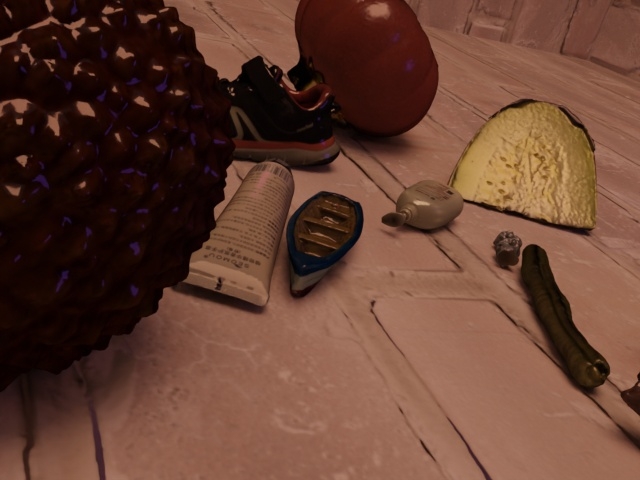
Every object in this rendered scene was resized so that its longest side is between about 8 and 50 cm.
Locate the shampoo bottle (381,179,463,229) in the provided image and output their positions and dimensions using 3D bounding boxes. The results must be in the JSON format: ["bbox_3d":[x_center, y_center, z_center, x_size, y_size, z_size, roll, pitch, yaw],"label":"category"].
[{"bbox_3d":[0.134,-0.043,0.958,0.077,0.045,0.152,28,25,21],"label":"shampoo bottle"}]

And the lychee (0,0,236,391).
[{"bbox_3d":[-0.210,-0.055,0.484,0.305,0.306,0.330,17,47,4],"label":"lychee"}]

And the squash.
[{"bbox_3d":[0.331,-0.137,1.156,0.236,0.155,0.204,17,23,-1],"label":"squash"}]

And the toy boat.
[{"bbox_3d":[0.000,0.000,0.787,0.080,0.046,0.229,18,25,3],"label":"toy boat"}]

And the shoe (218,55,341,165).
[{"bbox_3d":[-0.101,-0.192,1.023,0.290,0.137,0.114,8,25,-15],"label":"shoe"}]

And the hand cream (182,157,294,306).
[{"bbox_3d":[-0.075,-0.018,0.778,0.095,0.059,0.276,17,29,0],"label":"hand cream"}]

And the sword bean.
[{"bbox_3d":[0.261,0.075,0.799,0.043,0.038,0.269,-9,24,6],"label":"sword bean"}]

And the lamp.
[{"bbox_3d":[0.063,-0.310,1.252,0.305,0.239,0.305,56,3,-5],"label":"lamp"}]

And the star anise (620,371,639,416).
[{"bbox_3d":[0.351,0.165,0.617,0.196,0.073,0.212,21,23,6],"label":"star anise"}]

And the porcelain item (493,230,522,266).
[{"bbox_3d":[0.243,0.009,0.934,0.036,0.028,0.083,17,23,8],"label":"porcelain item"}]
